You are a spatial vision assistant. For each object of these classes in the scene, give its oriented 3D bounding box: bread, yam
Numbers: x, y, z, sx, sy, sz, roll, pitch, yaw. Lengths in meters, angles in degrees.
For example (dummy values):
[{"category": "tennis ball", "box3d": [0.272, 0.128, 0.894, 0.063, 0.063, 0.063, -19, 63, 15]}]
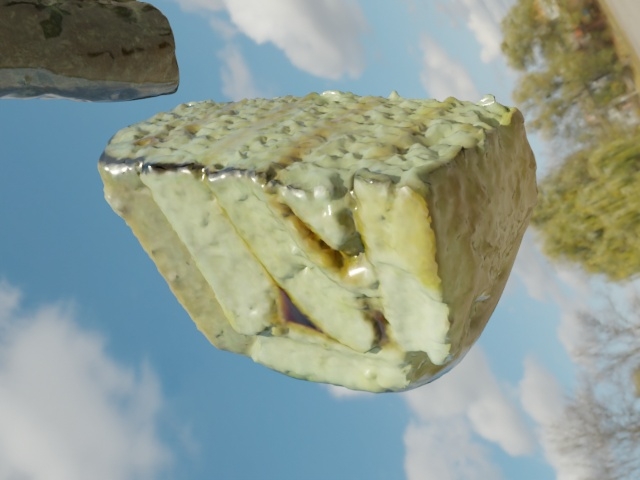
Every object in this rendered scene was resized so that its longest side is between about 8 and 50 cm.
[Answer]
[{"category": "bread", "box3d": [-0.006, 0.003, 0.802, 0.239, 0.395, 0.264, -46, -47, -48]}, {"category": "yam", "box3d": [-0.194, -0.079, 0.329, 0.274, 0.061, 0.061, -6, -116, -25]}]
